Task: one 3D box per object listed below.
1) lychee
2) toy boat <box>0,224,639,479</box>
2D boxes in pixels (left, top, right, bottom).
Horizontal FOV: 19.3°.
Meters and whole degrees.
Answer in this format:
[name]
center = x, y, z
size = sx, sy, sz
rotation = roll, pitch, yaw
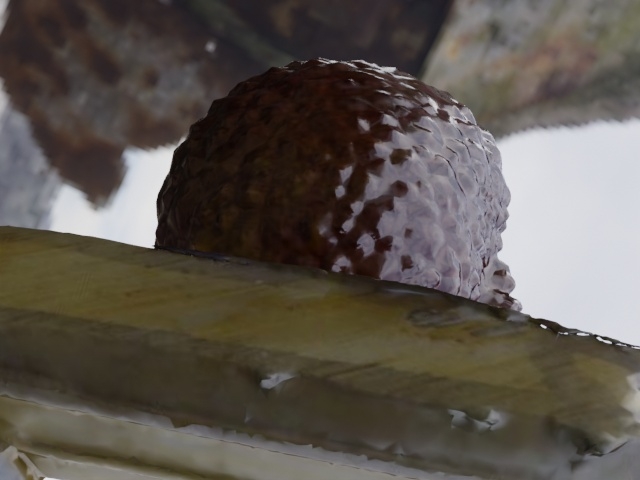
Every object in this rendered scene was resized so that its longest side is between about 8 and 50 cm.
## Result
[lychee]
center = 0.011, 0.009, 1.261
size = 0.260, 0.261, 0.260
rotation = -60, -167, 23
[toy boat]
center = -0.006, 0.103, 0.880
size = 0.136, 0.446, 0.162
rotation = -74, 173, -51
